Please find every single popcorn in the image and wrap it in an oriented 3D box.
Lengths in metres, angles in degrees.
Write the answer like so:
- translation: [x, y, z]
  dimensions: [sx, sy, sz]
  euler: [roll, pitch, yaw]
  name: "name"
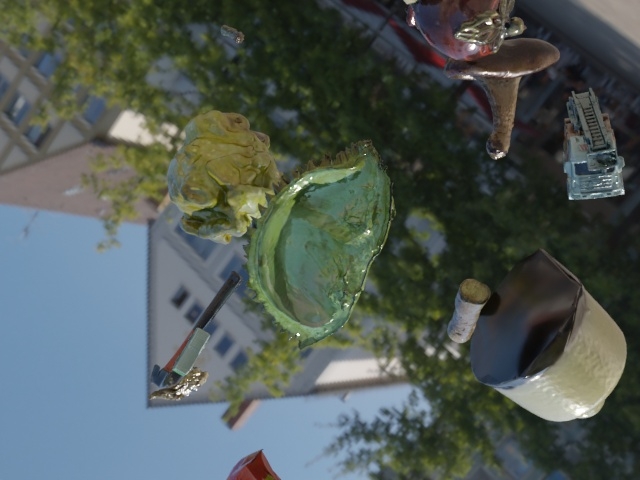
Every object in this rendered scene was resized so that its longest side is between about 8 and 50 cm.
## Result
- translation: [-0.215, -0.135, 2.208]
  dimensions: [0.312, 0.312, 0.312]
  euler: [34, -166, -10]
  name: "popcorn"

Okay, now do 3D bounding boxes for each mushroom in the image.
- translation: [0.349, -0.267, 1.776]
  dimensions: [0.227, 0.217, 0.148]
  euler: [-11, -170, -8]
  name: "mushroom"

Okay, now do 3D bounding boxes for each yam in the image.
- translation: [0.372, 0.185, 2.395]
  dimensions: [0.081, 0.081, 0.357]
  euler: [41, 163, 16]
  name: "yam"

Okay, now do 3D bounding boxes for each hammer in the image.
- translation: [-0.254, 0.185, 1.934]
  dimensions: [0.033, 0.288, 0.111]
  euler: [36, 177, 10]
  name: "hammer"

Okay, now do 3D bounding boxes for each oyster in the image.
- translation: [-0.213, 0.223, 1.422]
  dimensions: [0.051, 0.093, 0.034]
  euler: [28, -144, -64]
  name: "oyster"

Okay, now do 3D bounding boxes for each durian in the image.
- translation: [-0.008, 0.000, 1.557]
  dimensions: [0.163, 0.394, 0.198]
  euler: [0, -142, -46]
  name: "durian"

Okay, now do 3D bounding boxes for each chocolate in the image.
- translation: [0.539, 0.237, 2.123]
  dimensions: [0.297, 0.326, 0.314]
  euler: [28, -169, -20]
  name: "chocolate"

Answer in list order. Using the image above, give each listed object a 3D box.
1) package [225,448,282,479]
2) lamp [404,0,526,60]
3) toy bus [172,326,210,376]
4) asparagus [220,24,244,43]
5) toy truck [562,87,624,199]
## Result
- translation: [-0.138, 0.588, 2.077]
  dimensions: [0.196, 0.123, 0.423]
  euler: [48, 180, 5]
  name: "package"
- translation: [0.204, -0.363, 1.472]
  dimensions: [0.223, 0.151, 0.215]
  euler: [1, 169, 22]
  name: "lamp"
- translation: [-0.215, 0.185, 1.567]
  dimensions: [0.031, 0.083, 0.037]
  euler: [32, 162, -6]
  name: "toy bus"
- translation: [-0.172, -0.407, 1.852]
  dimensions: [0.024, 0.025, 0.248]
  euler: [45, -177, -20]
  name: "asparagus"
- translation: [0.645, -0.225, 2.239]
  dimensions: [0.338, 0.133, 0.184]
  euler: [-72, -28, -58]
  name: "toy truck"
